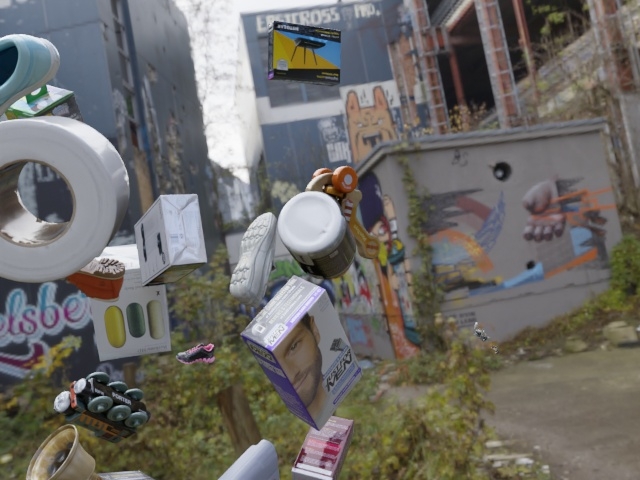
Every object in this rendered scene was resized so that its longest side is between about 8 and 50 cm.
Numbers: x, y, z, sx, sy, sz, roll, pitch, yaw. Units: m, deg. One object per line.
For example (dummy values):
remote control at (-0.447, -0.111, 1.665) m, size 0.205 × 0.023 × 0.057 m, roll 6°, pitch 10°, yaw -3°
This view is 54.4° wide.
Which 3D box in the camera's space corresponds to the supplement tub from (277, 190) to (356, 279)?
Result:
supplement tub at (0.000, 0.000, 1.114) m, size 0.116 × 0.117 × 0.190 m, roll -11°, pitch -23°, yaw 8°

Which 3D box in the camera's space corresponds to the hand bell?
hand bell at (-0.441, 0.483, 1.238) m, size 0.126 × 0.126 × 0.242 m, roll -14°, pitch -50°, yaw 38°

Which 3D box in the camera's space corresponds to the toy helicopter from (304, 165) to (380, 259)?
toy helicopter at (0.073, -0.055, 2.000) m, size 0.140 × 0.355 × 0.235 m, roll 3°, pitch 51°, yaw 53°

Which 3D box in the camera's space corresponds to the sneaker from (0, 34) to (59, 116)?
sneaker at (-0.731, -0.315, 1.299) m, size 0.365 × 0.135 × 0.150 m, roll -38°, pitch -1°, yaw 7°

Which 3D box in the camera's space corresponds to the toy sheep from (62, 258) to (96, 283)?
toy sheep at (-0.542, 0.054, 1.369) m, size 0.132 × 0.091 × 0.091 m, roll 28°, pitch -20°, yaw -19°

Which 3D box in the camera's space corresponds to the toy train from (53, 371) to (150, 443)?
toy train at (-0.723, 0.565, 2.081) m, size 0.190 × 0.142 × 0.334 m, roll -33°, pitch -41°, yaw 7°

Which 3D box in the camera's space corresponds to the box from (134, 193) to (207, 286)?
box at (-0.371, 0.005, 1.512) m, size 0.087 × 0.169 × 0.290 m, roll -5°, pitch -11°, yaw -30°

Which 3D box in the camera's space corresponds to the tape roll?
tape roll at (-0.438, -0.072, 0.987) m, size 0.245 × 0.246 × 0.169 m, roll -10°, pitch 14°, yaw -8°

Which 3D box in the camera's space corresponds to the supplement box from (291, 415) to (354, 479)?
supplement box at (0.012, 0.655, 1.930) m, size 0.130 × 0.073 × 0.239 m, roll 9°, pitch 35°, yaw 18°

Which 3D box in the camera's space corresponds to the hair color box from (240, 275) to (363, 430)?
hair color box at (-0.031, 0.265, 1.432) m, size 0.110 × 0.339 × 0.185 m, roll 20°, pitch 57°, yaw 39°

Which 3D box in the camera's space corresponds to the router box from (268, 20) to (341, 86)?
router box at (-0.038, -0.452, 1.517) m, size 0.178 × 0.133 × 0.046 m, roll -1°, pitch 4°, yaw -25°

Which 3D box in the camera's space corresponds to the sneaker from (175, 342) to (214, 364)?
sneaker at (-0.351, 0.315, 1.759) m, size 0.119 × 0.057 × 0.047 m, roll 3°, pitch 21°, yaw -39°

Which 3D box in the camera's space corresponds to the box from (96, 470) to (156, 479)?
box at (-0.496, 0.684, 1.666) m, size 0.182 × 0.056 × 0.231 m, roll 18°, pitch -11°, yaw 23°

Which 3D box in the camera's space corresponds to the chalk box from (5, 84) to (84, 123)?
chalk box at (-0.708, -0.314, 1.603) m, size 0.132 × 0.213 × 0.132 m, roll 18°, pitch 45°, yaw 27°

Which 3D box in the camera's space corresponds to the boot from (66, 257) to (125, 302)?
boot at (-0.444, 0.070, 1.155) m, size 0.157 × 0.085 × 0.059 m, roll 13°, pitch 32°, yaw -1°

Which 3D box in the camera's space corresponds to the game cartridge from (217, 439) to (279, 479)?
game cartridge at (-0.153, 0.593, 1.301) m, size 0.060 × 0.295 × 0.196 m, roll 11°, pitch 26°, yaw 33°

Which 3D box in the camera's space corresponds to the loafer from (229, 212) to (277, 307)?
loafer at (-0.193, 0.059, 1.946) m, size 0.112 × 0.320 × 0.111 m, roll -10°, pitch -39°, yaw 37°

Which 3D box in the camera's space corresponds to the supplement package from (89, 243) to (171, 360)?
supplement package at (-0.539, 0.167, 1.767) m, size 0.199 × 0.263 × 0.198 m, roll -7°, pitch 21°, yaw -14°

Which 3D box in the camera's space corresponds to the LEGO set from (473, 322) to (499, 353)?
LEGO set at (0.368, 0.223, 1.401) m, size 0.023 × 0.083 × 0.054 m, roll -37°, pitch -12°, yaw 17°
